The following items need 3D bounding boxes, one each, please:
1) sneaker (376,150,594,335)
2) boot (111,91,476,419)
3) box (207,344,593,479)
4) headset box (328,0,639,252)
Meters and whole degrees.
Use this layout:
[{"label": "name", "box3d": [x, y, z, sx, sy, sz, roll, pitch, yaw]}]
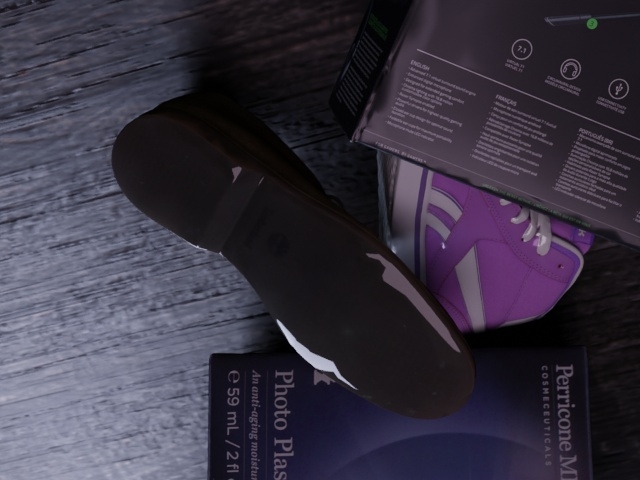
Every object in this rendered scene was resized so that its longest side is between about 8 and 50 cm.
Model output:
[{"label": "sneaker", "box3d": [0.123, -0.042, 1.300, 0.161, 0.102, 0.282, -4, 137, -2]}, {"label": "boot", "box3d": [0.000, 0.000, 1.270, 0.305, 0.115, 0.112, 42, 120, 2]}, {"label": "box", "box3d": [0.065, 0.240, 1.375, 0.294, 0.296, 0.183, -2, 164, 3]}, {"label": "headset box", "box3d": [0.174, -0.160, 1.110, 0.246, 0.131, 0.283, 19, 103, -12]}]
